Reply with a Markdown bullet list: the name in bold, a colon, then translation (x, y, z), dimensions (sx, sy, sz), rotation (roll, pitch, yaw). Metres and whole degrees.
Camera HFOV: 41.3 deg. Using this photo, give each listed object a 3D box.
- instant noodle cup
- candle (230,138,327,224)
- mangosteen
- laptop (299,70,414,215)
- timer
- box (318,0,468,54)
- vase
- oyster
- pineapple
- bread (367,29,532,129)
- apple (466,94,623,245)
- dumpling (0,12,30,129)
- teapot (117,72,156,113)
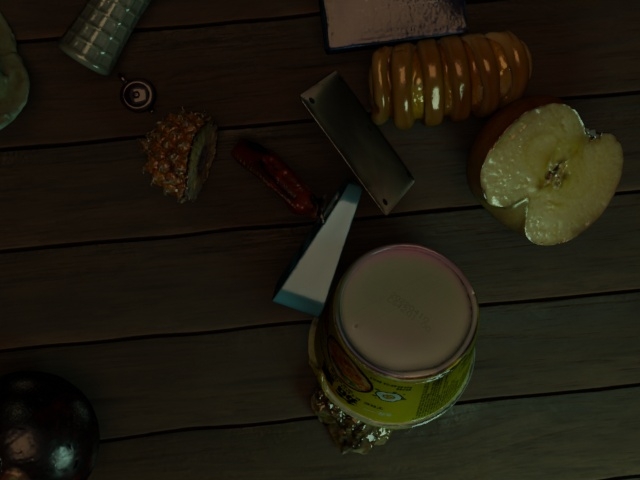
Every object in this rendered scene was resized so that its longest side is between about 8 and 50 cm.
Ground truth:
- **instant noodle cup**: translation (0.141, 0.161, 1.528), dimensions (0.326, 0.254, 0.325), rotation (1, 70, -1)
- **candle**: translation (-0.071, -0.108, 1.542), dimensions (0.084, 0.301, 0.059), rotation (-6, 122, -31)
- **mangosteen**: translation (-0.554, 0.384, 1.574), dimensions (0.288, 0.288, 0.287), rotation (0, 98, -2)
- **laptop**: translation (0.073, -0.186, 1.579), dimensions (0.015, 0.187, 0.269), rotation (-32, 99, 32)
- **timer**: translation (0.000, 0.000, 1.572), dimensions (0.091, 0.232, 0.249), rotation (22, 95, -2)
- **box**: translation (0.122, -0.502, 1.569), dimensions (0.262, 0.116, 0.278), rotation (-8, 99, -3)
- **vase**: translation (-0.360, -0.454, 1.546), dimensions (0.143, 0.143, 0.298), rotation (33, 97, -6)
- **oyster**: translation (0.093, 0.323, 1.696), dimensions (0.214, 0.083, 0.222), rotation (-21, 104, 3)
- **pineapple**: translation (-0.280, -0.167, 1.577), dimensions (0.137, 0.161, 0.175), rotation (15, 96, 7)
- **bread**: translation (0.243, -0.295, 1.571), dimensions (0.311, 0.121, 0.172), rotation (-10, 134, -1)
- **apple**: translation (0.398, -0.149, 1.595), dimensions (0.293, 0.163, 0.251), rotation (37, 97, -31)
- **dumpling**: translation (-0.688, -0.319, 1.512), dimensions (0.270, 0.212, 0.320), rotation (-36, 108, 0)
- **teapot**: translation (-0.350, -0.279, 1.611), dimensions (0.068, 0.045, 0.100), rotation (-42, 98, 2)
